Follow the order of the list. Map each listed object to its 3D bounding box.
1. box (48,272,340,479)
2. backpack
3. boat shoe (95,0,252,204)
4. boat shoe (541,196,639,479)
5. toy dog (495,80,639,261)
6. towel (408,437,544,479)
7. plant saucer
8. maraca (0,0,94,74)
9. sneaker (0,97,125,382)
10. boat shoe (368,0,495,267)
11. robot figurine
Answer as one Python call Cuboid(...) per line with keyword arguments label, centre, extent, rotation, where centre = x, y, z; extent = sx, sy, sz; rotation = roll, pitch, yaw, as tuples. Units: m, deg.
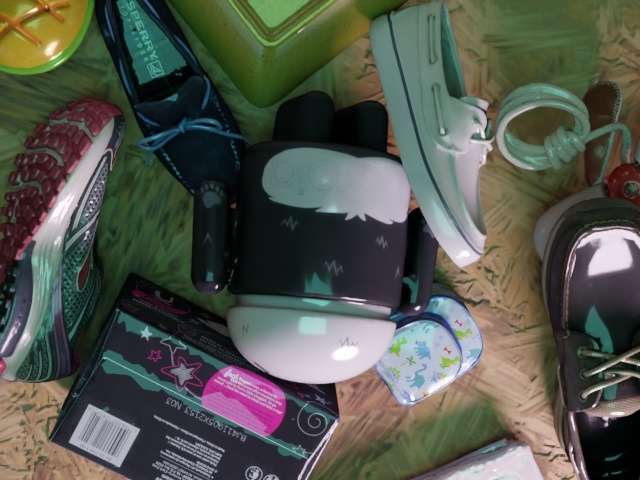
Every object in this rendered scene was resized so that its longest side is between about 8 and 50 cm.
Cuboid(label="box", centre=(-0.125, 0.170, 1.514), extent=(0.247, 0.142, 0.163), rotation=(27, 102, -7))
Cuboid(label="backpack", centre=(0.108, 0.107, 1.538), extent=(0.114, 0.084, 0.105), rotation=(-32, 105, 2))
Cuboid(label="boat shoe", centre=(-0.156, -0.140, 1.467), extent=(0.109, 0.089, 0.258), rotation=(-33, 102, 5))
Cuboid(label="boat shoe", centre=(0.296, 0.120, 1.470), extent=(0.132, 0.130, 0.355), rotation=(-11, 126, 3))
Cuboid(label="toy dog", centre=(0.350, -0.116, 1.485), extent=(0.334, 0.161, 0.220), rotation=(-21, 106, 18))
Cuboid(label="towel", centre=(0.131, 0.409, 1.625), extent=(0.332, 0.053, 0.317), rotation=(-23, 102, 3))
Cuboid(label="plant saucer", centre=(-0.031, -0.344, 1.430), extent=(0.333, 0.081, 0.332), rotation=(-37, 102, 6))
Cuboid(label="maraca", centre=(-0.279, -0.249, 1.436), extent=(0.127, 0.099, 0.185), rotation=(3, 79, 3))
Cuboid(label="sneaker", centre=(-0.262, -0.001, 1.495), extent=(0.112, 0.121, 0.299), rotation=(15, 103, -35))
Cuboid(label="boat shoe", centre=(0.124, -0.109, 1.436), extent=(0.088, 0.096, 0.267), rotation=(-22, 67, 19))
Cuboid(label="robot figurine", centre=(-0.003, 0.000, 1.449), extent=(0.209, 0.173, 0.278), rotation=(4, 85, 18))
